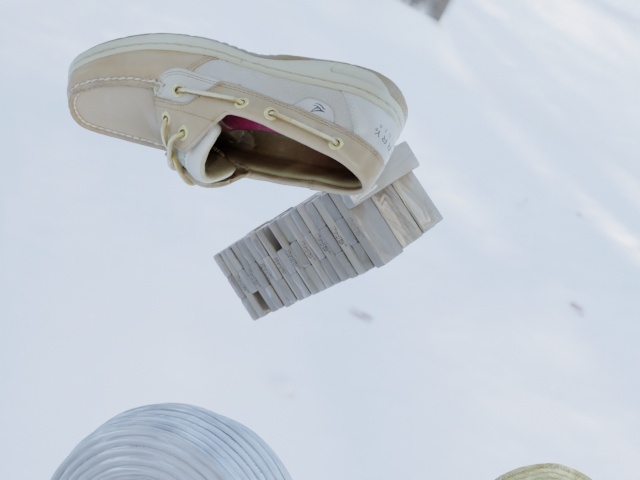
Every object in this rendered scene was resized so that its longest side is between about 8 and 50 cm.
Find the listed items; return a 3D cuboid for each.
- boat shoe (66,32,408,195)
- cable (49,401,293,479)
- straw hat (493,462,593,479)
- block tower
[{"bbox_3d":[-0.047,-0.054,0.672,0.170,0.059,0.063,6,-32,19],"label":"boat shoe"},{"bbox_3d":[-0.133,0.271,1.262,0.257,0.257,0.089,23,18,25],"label":"cable"},{"bbox_3d":[0.173,0.254,1.146,0.144,0.144,0.061,22,16,-17],"label":"straw hat"},{"bbox_3d":[0.000,0.000,1.511,0.091,0.335,0.097,-34,92,-29],"label":"block tower"}]
